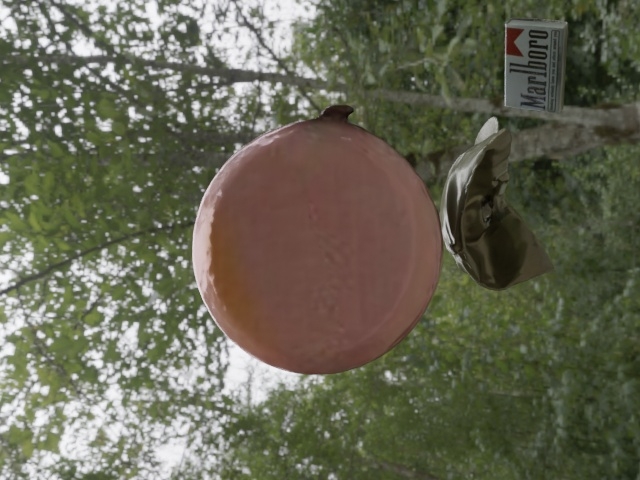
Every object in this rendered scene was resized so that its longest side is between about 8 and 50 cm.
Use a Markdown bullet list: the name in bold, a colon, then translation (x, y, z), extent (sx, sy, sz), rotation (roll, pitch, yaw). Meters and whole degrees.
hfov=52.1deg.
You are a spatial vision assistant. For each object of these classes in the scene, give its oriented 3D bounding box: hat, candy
- **hat**: translation (0.170, -0.045, 0.731), extent (0.166, 0.144, 0.173), rotation (68, 171, -19)
- **candy**: translation (0.000, 0.000, 0.644), extent (0.094, 0.256, 0.255), rotation (15, -101, -77)

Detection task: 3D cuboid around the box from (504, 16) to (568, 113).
- **box**: translation (0.415, -0.336, 1.266), extent (0.036, 0.115, 0.177), rotation (-44, -41, -34)
